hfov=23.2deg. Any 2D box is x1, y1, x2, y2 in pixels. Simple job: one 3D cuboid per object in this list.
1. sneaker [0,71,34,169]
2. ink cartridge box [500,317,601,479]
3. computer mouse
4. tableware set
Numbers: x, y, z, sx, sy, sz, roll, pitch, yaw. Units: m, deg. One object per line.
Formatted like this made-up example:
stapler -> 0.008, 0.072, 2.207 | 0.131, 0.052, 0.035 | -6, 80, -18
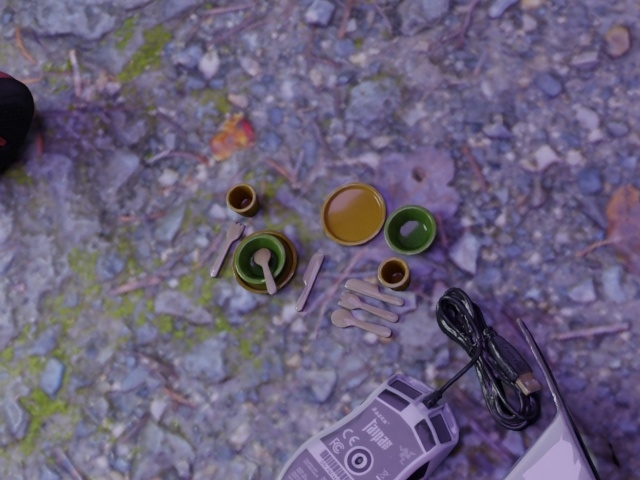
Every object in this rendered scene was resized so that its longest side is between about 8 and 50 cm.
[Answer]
sneaker -> -0.372, -0.083, 1.177 | 0.314, 0.116, 0.136 | -21, 66, 8
ink cartridge box -> 0.176, 0.237, 0.882 | 0.069, 0.176, 0.371 | -23, 67, 7
computer mouse -> 0.051, 0.127, 1.030 | 0.193, 0.042, 0.106 | -38, 71, -6
tableware set -> 0.000, 0.000, 1.096 | 0.154, 0.024, 0.104 | 19, 77, 21
